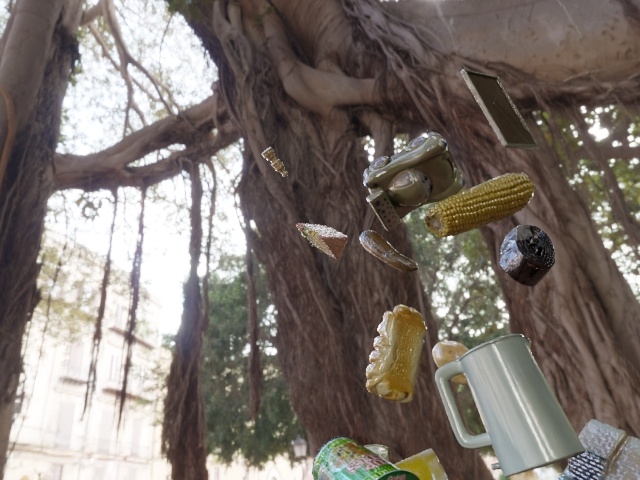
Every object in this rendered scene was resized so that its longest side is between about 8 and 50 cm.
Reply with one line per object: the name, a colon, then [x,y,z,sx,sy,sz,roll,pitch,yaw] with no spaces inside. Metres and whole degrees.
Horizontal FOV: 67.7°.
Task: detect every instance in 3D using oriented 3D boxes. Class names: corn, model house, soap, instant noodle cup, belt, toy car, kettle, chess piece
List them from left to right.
chess piece: [-0.126,-0.220,1.359,0.035,0.035,0.092,-28,-71,34]
instant noodle cup: [0.093,0.587,1.128,0.207,0.206,0.233,13,-1,-31]
soap: [0.261,0.816,1.525,0.315,0.199,0.091,-23,-62,-1]
toy car: [0.343,-0.212,1.759,0.336,0.226,0.242,-25,-59,18]
corn: [0.528,-0.114,1.567,0.388,0.143,0.144,-24,-26,-13]
kettle: [0.495,0.443,1.271,0.205,0.317,0.265,12,-41,-41]
belt: [0.826,0.061,1.924,0.184,0.289,0.164,25,-51,7]
model house: [0.914,0.755,1.472,0.284,0.243,0.298,-38,12,-18]

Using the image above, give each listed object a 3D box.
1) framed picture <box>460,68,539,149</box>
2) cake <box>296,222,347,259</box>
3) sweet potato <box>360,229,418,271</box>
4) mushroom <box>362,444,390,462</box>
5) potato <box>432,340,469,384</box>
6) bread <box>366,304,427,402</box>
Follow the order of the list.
framed picture: [0.631,-0.457,1.670,0.241,0.324,0.020,-9,-21,-42]
cake: [0.012,-0.018,1.548,0.109,0.090,0.225,30,-6,23]
sweet potato: [0.229,0.040,1.665,0.075,0.273,0.075,-20,-53,-28]
mushroom: [0.180,0.995,1.927,0.212,0.217,0.292,5,9,7]
potato: [0.468,0.416,1.642,0.119,0.178,0.109,-25,-46,-24]
bread: [0.251,0.366,1.565,0.173,0.311,0.121,27,-27,-13]
